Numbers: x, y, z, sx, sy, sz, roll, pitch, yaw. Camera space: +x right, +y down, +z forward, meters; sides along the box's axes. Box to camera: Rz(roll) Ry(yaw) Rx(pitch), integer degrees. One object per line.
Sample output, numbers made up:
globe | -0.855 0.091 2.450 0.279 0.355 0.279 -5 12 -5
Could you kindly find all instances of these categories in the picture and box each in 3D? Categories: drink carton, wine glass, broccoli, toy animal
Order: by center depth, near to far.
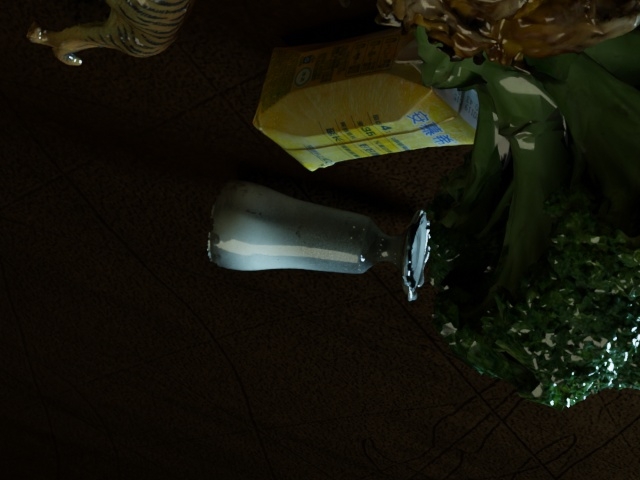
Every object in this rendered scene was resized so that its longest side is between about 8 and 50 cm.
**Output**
broccoli | 0.151 -0.046 0.896 0.270 0.270 0.270 -17 117 48
toy animal | -0.118 -0.157 1.026 0.099 0.057 0.241 20 153 -8
drink carton | 0.058 -0.094 1.033 0.200 0.074 0.084 -7 146 41
wine glass | 0.000 0.000 1.251 0.155 0.072 0.072 9 153 12

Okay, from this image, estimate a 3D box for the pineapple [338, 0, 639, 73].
pineapple | 0.065 -0.180 0.761 0.334 0.158 0.161 16 154 1
